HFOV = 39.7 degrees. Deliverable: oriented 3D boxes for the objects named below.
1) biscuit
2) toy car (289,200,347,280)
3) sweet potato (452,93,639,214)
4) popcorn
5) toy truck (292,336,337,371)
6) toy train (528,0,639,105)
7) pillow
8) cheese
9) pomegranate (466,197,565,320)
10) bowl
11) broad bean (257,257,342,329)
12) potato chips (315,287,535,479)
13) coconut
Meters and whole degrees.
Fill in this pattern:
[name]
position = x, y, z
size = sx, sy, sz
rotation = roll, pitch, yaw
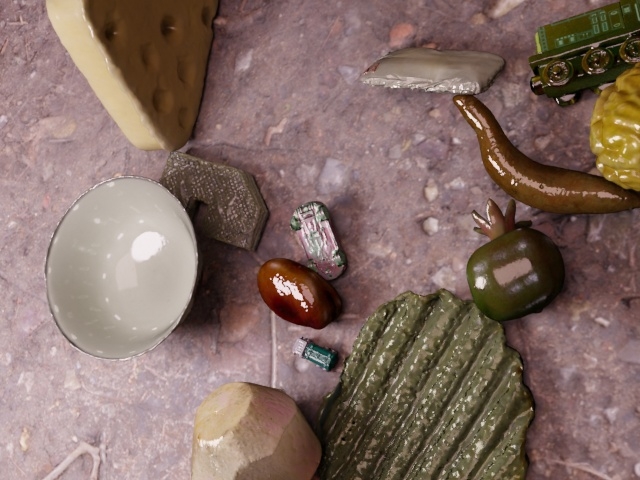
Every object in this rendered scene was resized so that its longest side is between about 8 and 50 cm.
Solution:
[biscuit]
position = -0.209, -0.076, 1.685
size = 0.250, 0.046, 0.147
rotation = 18, 86, 27
[toy car]
position = 0.000, 0.000, 1.565
size = 0.069, 0.055, 0.142
rotation = -20, 92, 22
[sweet potato]
position = 0.339, -0.112, 1.408
size = 0.346, 0.079, 0.108
rotation = 35, 113, 20
[popcorn]
position = 0.507, -0.159, 1.309
size = 0.200, 0.203, 0.226
rotation = -25, 30, 27
[toy truck]
position = -0.009, 0.195, 1.530
size = 0.083, 0.044, 0.039
rotation = 23, 85, 27
[toy train]
position = 0.441, -0.306, 1.417
size = 0.225, 0.090, 0.137
rotation = -14, 65, 22
[pillow]
position = 0.193, -0.291, 1.523
size = 0.229, 0.051, 0.128
rotation = 9, 39, 25
[cheese]
position = -0.328, -0.343, 1.696
size = 0.104, 0.384, 0.384
rotation = 3, 79, 31
[pomegranate]
position = 0.295, 0.031, 1.389
size = 0.152, 0.131, 0.191
rotation = -29, 49, 16
[bowl]
position = -0.330, 0.059, 1.646
size = 0.337, 0.157, 0.337
rotation = -4, 79, 24
[broad bean]
position = -0.042, 0.092, 1.546
size = 0.165, 0.084, 0.114
rotation = 17, 108, 30
[potato chips]
position = 0.166, 0.297, 1.412
size = 0.358, 0.070, 0.429
rotation = 30, 91, 30
[coconut]
position = -0.111, 0.352, 1.462
size = 0.236, 0.237, 0.197
rotation = 14, 49, 27
